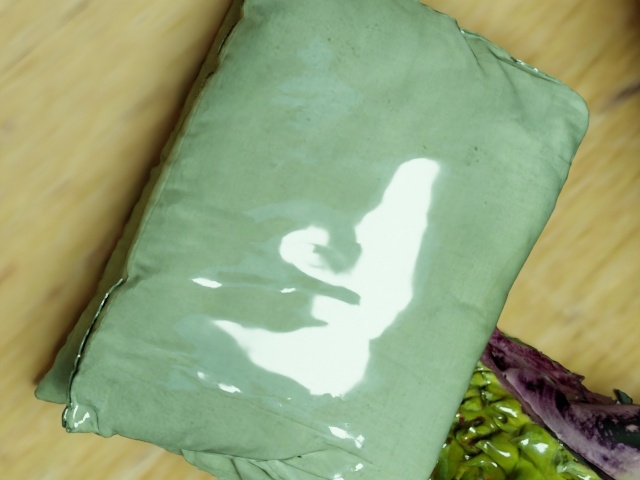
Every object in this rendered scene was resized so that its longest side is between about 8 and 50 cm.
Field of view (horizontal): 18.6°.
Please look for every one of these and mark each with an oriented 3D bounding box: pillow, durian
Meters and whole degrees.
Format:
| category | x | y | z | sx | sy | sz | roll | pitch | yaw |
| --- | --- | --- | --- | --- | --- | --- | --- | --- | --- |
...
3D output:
| category | x | y | z | sx | sy | sz | roll | pitch | yaw |
| --- | --- | --- | --- | --- | --- | --- | --- | --- | --- |
| pillow | 0.000 | 0.000 | 0.652 | 0.134 | 0.078 | 0.181 | 25 | 91 | -2 |
| durian | 0.094 | 0.110 | 0.690 | 0.186 | 0.108 | 0.119 | 27 | 96 | -18 |
